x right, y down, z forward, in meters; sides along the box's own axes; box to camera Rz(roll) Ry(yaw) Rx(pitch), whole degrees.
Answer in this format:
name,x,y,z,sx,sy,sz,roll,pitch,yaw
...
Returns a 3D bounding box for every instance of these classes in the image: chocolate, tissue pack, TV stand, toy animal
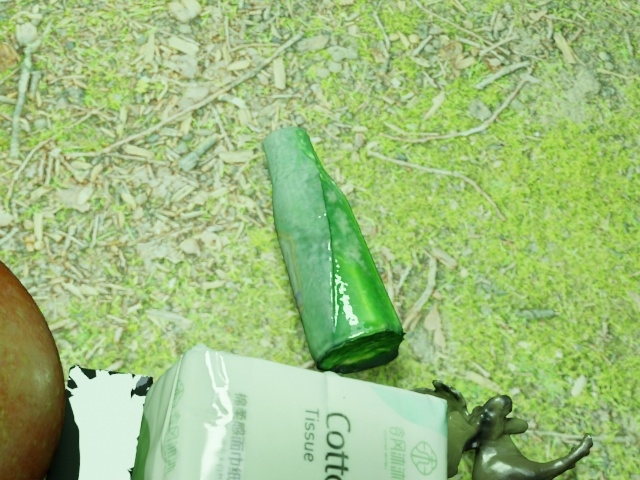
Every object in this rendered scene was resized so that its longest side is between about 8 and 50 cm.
name,x,y,z,sx,sy,sz,roll,pitch,yaw
chocolate,0.000,0.000,1.130,0.110,0.110,0.291,-12,62,-14
tissue pack,-0.037,0.298,0.886,0.266,0.194,0.356,15,60,-20
TV stand,-0.221,0.261,0.968,0.088,0.083,0.269,6,61,-4
toy animal,0.186,0.236,1.032,0.186,0.094,0.214,-7,67,-8

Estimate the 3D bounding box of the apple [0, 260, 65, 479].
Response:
name,x,y,z,sx,sy,sz,roll,pitch,yaw
apple,-0.393,0.139,0.878,0.348,0.277,0.348,0,55,0
